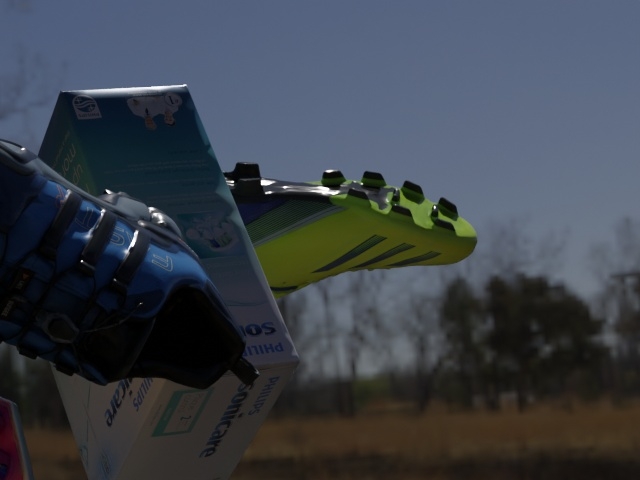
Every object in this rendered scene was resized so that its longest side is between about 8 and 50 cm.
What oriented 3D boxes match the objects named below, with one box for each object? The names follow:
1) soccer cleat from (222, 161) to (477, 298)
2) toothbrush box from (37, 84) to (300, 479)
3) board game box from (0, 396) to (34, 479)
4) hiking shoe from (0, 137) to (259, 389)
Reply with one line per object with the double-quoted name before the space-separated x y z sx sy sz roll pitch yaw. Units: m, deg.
"soccer cleat" -0.001 -0.001 1.637 0.289 0.121 0.093 7 21 -4
"toothbrush box" -0.151 0.048 1.495 0.126 0.295 0.216 -7 -32 -29
"board game box" -0.356 0.344 1.240 0.390 0.390 0.050 -26 -33 11
"hiking shoe" -0.156 0.020 1.029 0.132 0.113 0.304 41 19 32
